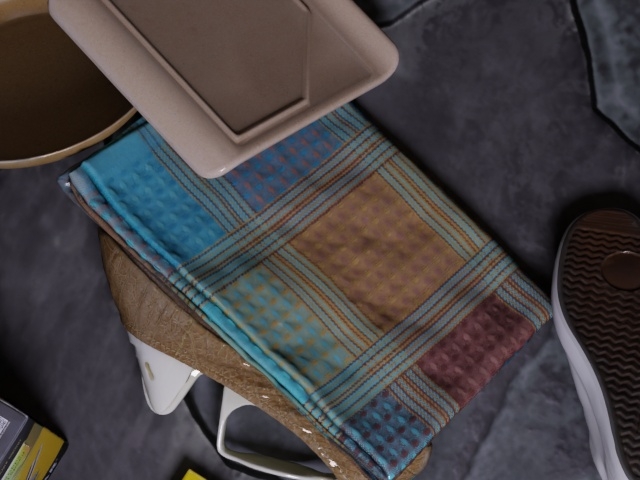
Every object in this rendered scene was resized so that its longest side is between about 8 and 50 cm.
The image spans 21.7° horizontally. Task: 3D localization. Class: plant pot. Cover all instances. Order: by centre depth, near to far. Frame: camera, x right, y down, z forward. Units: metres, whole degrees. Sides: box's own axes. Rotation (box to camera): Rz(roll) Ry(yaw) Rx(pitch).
[{"bbox_3d":[-0.249,-0.141,1.443,0.236,0.032,0.236,-5,46,5],"label":"plant pot"}]

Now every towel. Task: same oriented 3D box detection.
[{"bbox_3d":[0.000,0.000,1.410,0.370,0.040,0.271,43,54,9],"label":"towel"}]

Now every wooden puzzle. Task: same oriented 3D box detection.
[{"bbox_3d":[-0.081,-0.175,1.435,0.238,0.044,0.221,-34,75,-36],"label":"wooden puzzle"}]

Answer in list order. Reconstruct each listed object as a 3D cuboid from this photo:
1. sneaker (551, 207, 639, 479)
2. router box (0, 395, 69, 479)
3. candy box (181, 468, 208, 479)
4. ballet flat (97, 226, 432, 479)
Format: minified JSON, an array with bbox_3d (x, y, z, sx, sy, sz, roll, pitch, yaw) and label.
[{"bbox_3d":[0.254,0.113,1.428,0.105,0.123,0.290,-4,57,1],"label":"sneaker"},{"bbox_3d":[-0.322,0.260,1.301,0.081,0.243,0.309,30,80,5],"label":"router box"},{"bbox_3d":[-0.054,0.292,1.411,0.206,0.027,0.105,32,76,5],"label":"candy box"},{"bbox_3d":[-0.069,0.118,1.418,0.342,0.116,0.124,33,100,1],"label":"ballet flat"}]
